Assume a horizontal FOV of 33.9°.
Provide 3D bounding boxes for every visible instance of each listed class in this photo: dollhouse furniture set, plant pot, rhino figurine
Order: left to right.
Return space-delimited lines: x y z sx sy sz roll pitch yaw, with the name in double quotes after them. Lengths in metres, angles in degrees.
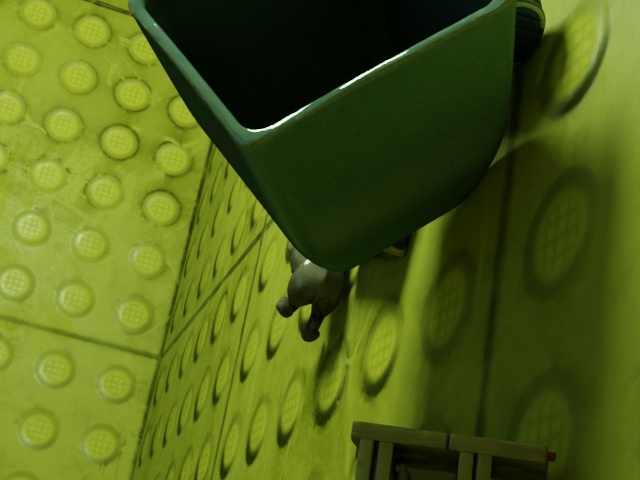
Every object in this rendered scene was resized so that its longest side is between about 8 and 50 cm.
0.000 0.000 1.342 0.106 0.073 0.243 118 164 -53 "rhino figurine"
0.019 -0.121 0.946 0.248 0.247 0.252 51 168 40 "plant pot"
0.082 0.216 0.717 0.183 0.129 0.129 79 -161 -64 "dollhouse furniture set"

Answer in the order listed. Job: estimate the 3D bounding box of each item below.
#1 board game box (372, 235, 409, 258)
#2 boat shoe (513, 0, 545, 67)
0.065 -0.051 1.195 0.170 0.048 0.141 172 113 -75 "board game box"
0.152 -0.191 0.976 0.183 0.066 0.066 139 147 -65 "boat shoe"
